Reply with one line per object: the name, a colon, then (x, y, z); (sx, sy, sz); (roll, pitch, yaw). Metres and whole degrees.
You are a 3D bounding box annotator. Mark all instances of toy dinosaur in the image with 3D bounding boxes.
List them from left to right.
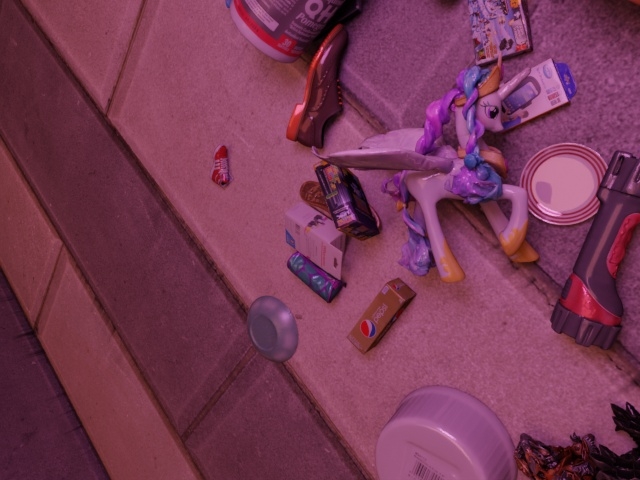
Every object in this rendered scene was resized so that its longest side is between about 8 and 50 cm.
toy dinosaur: (0.505, 0.410, 0.773); (0.322, 0.164, 0.218); (9, 119, 17)

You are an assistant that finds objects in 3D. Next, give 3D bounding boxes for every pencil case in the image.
pencil case: (-0.013, 0.084, 1.127); (0.152, 0.065, 0.070); (38, 135, 26)

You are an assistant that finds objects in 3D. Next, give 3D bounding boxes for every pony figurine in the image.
pony figurine: (0.203, -0.113, 0.825); (0.351, 0.303, 0.363); (-6, 108, 28)

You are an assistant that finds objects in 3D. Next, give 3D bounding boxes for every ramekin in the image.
ramekin: (0.248, 0.461, 0.954); (0.277, 0.135, 0.277); (8, 103, 36)

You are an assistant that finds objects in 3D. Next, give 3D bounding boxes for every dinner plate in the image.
dinner plate: (0.421, -0.097, 0.794); (0.141, 0.017, 0.141); (8, 103, 35)

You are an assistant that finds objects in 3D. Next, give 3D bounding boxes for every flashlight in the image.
flashlight: (0.472, 0.021, 0.732); (0.103, 0.103, 0.303); (37, 116, 51)

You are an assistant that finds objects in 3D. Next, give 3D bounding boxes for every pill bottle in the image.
pill bottle: (-0.022, -0.518, 0.881); (0.319, 0.176, 0.176); (-39, 75, 36)

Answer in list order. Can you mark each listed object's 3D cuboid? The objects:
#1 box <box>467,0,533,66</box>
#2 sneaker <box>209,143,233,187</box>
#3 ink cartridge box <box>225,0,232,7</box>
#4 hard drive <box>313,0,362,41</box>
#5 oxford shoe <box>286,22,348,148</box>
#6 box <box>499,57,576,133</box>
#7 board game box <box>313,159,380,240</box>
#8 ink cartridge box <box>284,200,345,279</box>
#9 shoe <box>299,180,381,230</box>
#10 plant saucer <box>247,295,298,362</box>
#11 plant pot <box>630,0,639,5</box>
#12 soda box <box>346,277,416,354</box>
box: (0.316, -0.392, 0.812); (0.094, 0.027, 0.136); (-6, 95, 39)
sneaker: (-0.272, -0.206, 1.284); (0.067, 0.042, 0.118); (41, 128, 29)
ink cartridge box: (-0.153, -0.625, 1.093); (0.180, 0.060, 0.104); (10, 118, 36)
hard drive: (-0.001, -0.584, 1.001); (0.172, 0.054, 0.254); (-17, 88, 38)
oxford shoe: (0.015, -0.339, 1.030); (0.099, 0.097, 0.271); (24, 113, 2)
box: (0.366, -0.253, 0.801); (0.136, 0.028, 0.081); (-23, 84, 39)
board game box: (0.057, -0.080, 0.932); (0.048, 0.170, 0.141); (-25, 75, 17)
ink cartridge box: (0.000, 0.000, 1.081); (0.181, 0.062, 0.104); (35, 145, 27)
shoe: (0.051, -0.077, 1.061); (0.219, 0.058, 0.076); (32, 95, 24)
plant saucer: (-0.147, 0.252, 1.278); (0.195, 0.037, 0.194); (7, 102, 36)
plant pot: (0.437, -0.436, 0.576); (0.291, 0.291, 0.203); (50, 141, 19)
soda box: (0.135, 0.171, 1.032); (0.058, 0.061, 0.181); (44, 121, 22)
